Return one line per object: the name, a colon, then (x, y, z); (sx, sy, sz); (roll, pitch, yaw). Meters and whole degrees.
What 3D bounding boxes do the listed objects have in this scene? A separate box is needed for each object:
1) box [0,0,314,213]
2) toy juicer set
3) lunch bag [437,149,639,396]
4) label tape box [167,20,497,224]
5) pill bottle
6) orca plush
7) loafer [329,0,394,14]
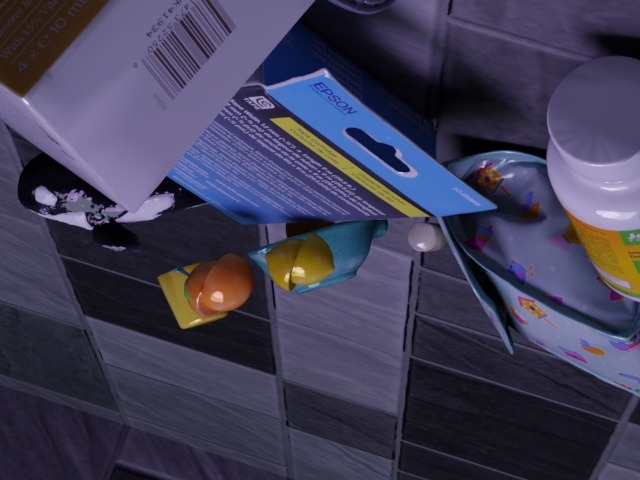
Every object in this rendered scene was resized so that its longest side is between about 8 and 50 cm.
box: (-0.209, -0.213, 1.403); (0.345, 0.215, 0.168); (34, 170, 33)
toy juicer set: (0.000, 0.000, 1.994); (0.329, 0.089, 0.209); (-16, 176, -9)
lunch bag: (0.229, 0.027, 1.916); (0.262, 0.160, 0.223); (24, 169, 23)
label tape box: (-0.026, -0.119, 1.825); (0.347, 0.115, 0.249); (-4, 151, 45)
pill bottle: (0.269, -0.053, 1.671); (0.136, 0.136, 0.246); (10, 159, 25)
orca plush: (-0.181, -0.067, 2.070); (0.287, 0.151, 0.102); (14, 156, 10)
loafer: (-0.050, -0.281, 1.436); (0.302, 0.109, 0.095); (41, 171, -34)
